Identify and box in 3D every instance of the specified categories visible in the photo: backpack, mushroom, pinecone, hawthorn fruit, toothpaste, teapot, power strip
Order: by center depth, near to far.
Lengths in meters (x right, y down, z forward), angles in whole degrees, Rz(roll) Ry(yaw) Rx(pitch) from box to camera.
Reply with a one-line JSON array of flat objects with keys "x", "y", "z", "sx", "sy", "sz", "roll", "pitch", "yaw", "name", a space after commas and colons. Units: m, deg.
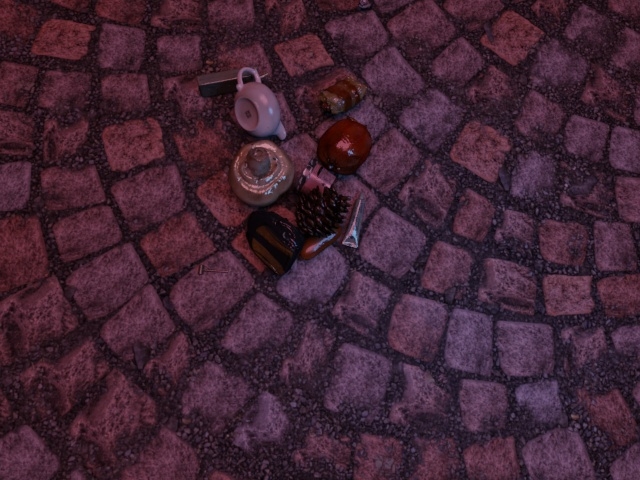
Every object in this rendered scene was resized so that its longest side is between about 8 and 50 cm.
[{"x": 0.006, "y": -0.112, "z": 1.704, "sx": 0.184, "sy": 0.179, "sz": 0.205, "roll": 32, "pitch": 110, "yaw": -13, "name": "pinecone"}, {"x": -0.177, "y": -0.008, "z": 1.738, "sx": 0.258, "sy": 0.206, "sz": 0.133, "roll": 39, "pitch": 31, "yaw": 15, "name": "backpack"}, {"x": -0.219, "y": -0.263, "z": 1.764, "sx": 0.253, "sy": 0.234, "sz": 0.260, "roll": -7, "pitch": 76, "yaw": -10, "name": "mushroom"}, {"x": 0.105, "y": -0.379, "z": 1.846, "sx": 0.205, "sy": 0.205, "sz": 0.253, "roll": 32, "pitch": 67, "yaw": 4, "name": "hawthorn fruit"}, {"x": -0.245, "y": -0.530, "z": 1.846, "sx": 0.165, "sy": 0.208, "sz": 0.300, "roll": -20, "pitch": 97, "yaw": -34, "name": "teapot"}, {"x": 0.138, "y": -0.080, "z": 1.851, "sx": 0.064, "sy": 0.041, "sz": 0.218, "roll": 16, "pitch": 79, "yaw": -7, "name": "toothpaste"}, {"x": -0.352, "y": -0.651, "z": 1.923, "sx": 0.287, "sy": 0.093, "sz": 0.053, "roll": -13, "pitch": 75, "yaw": -7, "name": "power strip"}]

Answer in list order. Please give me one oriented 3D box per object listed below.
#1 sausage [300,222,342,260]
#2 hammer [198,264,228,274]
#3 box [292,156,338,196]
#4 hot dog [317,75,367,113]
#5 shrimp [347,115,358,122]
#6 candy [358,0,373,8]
[{"x": 0.000, "y": 0.000, "z": 1.799, "sx": 0.197, "sy": 0.076, "sz": 0.076, "roll": -37, "pitch": 82, "yaw": -14, "name": "sausage"}, {"x": -0.400, "y": 0.112, "z": 1.766, "sx": 0.110, "sy": 0.019, "sz": 0.036, "roll": 5, "pitch": 76, "yaw": -6, "name": "hammer"}, {"x": -0.015, "y": -0.224, "z": 1.820, "sx": 0.135, "sy": 0.151, "sz": 0.151, "roll": 30, "pitch": 75, "yaw": -5, "name": "box"}, {"x": 0.092, "y": -0.592, "z": 1.947, "sx": 0.213, "sy": 0.103, "sz": 0.146, "roll": -30, "pitch": 59, "yaw": -20, "name": "hot dog"}, {"x": 0.137, "y": -0.468, "z": 1.956, "sx": 0.059, "sy": 0.023, "sz": 0.108, "roll": -42, "pitch": 82, "yaw": -4, "name": "shrimp"}, {"x": 0.192, "y": -1.135, "z": 2.113, "sx": 0.093, "sy": 0.051, "sz": 0.227, "roll": 3, "pitch": 75, "yaw": -7, "name": "candy"}]
